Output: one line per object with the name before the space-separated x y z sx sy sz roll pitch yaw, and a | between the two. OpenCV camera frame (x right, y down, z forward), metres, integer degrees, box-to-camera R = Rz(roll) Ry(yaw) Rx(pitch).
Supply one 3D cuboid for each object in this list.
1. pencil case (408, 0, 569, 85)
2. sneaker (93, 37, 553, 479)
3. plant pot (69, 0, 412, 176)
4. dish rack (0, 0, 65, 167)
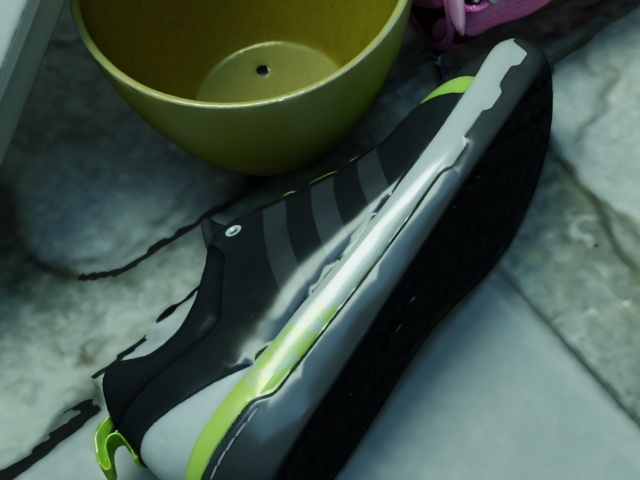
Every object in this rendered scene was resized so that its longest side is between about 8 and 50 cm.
pencil case | 0.123 -0.150 0.770 0.209 0.095 0.098 -26 28 -9
sneaker | 0.000 0.000 0.693 0.097 0.084 0.235 28 65 24
plant pot | -0.025 -0.081 0.740 0.134 0.095 0.134 -3 58 5
dish rack | -0.191 -0.158 0.734 0.285 0.072 0.333 33 108 27
